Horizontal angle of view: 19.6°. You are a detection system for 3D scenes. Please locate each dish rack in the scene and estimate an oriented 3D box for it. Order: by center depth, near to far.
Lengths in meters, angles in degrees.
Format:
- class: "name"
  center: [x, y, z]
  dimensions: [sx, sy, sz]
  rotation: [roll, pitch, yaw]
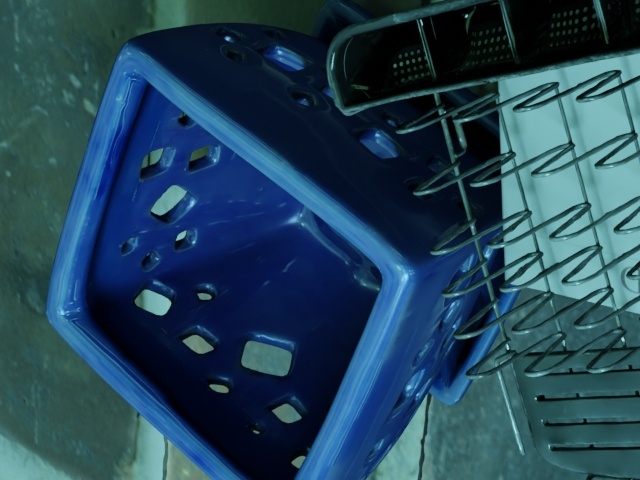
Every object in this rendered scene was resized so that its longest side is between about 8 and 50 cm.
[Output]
- class: "dish rack"
  center: [0.133, 0.003, 0.892]
  dimensions: [0.208, 0.074, 0.271]
  rotation: [-7, 105, 44]

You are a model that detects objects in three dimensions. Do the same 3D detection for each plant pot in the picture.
- class: "plant pot"
  center: [0.000, 0.000, 1.137]
  dimensions: [0.236, 0.212, 0.236]
  rotation: [40, 132, 23]

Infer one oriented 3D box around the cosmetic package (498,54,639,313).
- class: "cosmetic package"
  center: [0.209, -0.153, 0.910]
  dimensions: [0.217, 0.156, 0.385]
  rotation: [12, 116, 37]
